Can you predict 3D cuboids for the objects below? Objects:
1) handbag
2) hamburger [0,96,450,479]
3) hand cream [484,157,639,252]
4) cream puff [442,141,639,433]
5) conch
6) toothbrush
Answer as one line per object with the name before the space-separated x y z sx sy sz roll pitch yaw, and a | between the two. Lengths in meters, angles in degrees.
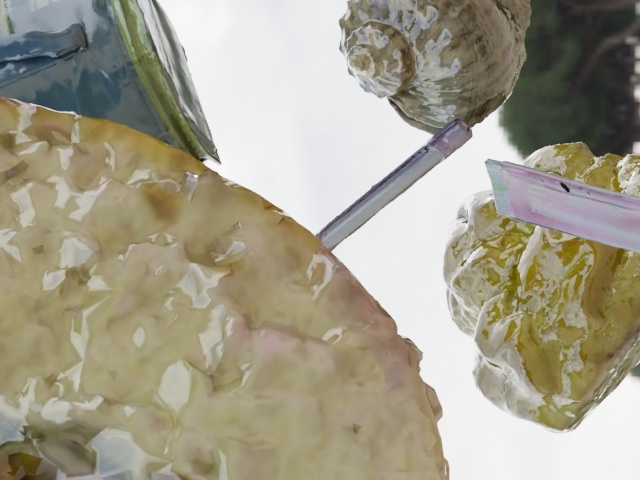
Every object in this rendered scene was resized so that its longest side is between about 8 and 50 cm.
handbag | -0.249 -0.144 1.440 0.222 0.241 0.263 63 -178 -47
hamburger | -0.175 0.097 0.591 0.287 0.445 0.268 96 -176 -68
hand cream | 0.262 -0.006 1.243 0.050 0.275 0.079 -46 -35 -45
cream puff | 0.248 0.026 1.642 0.324 0.257 0.291 -40 -23 -30
conch | 0.109 -0.174 1.404 0.207 0.130 0.155 -22 -73 -35
toothbrush | 0.000 0.000 1.404 0.024 0.354 0.029 39 -151 -23
